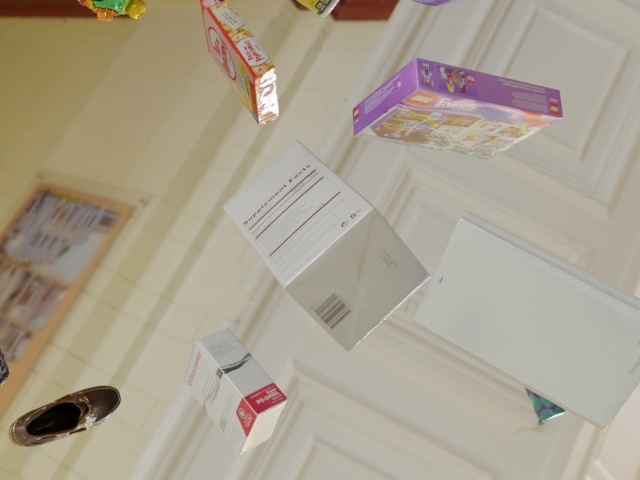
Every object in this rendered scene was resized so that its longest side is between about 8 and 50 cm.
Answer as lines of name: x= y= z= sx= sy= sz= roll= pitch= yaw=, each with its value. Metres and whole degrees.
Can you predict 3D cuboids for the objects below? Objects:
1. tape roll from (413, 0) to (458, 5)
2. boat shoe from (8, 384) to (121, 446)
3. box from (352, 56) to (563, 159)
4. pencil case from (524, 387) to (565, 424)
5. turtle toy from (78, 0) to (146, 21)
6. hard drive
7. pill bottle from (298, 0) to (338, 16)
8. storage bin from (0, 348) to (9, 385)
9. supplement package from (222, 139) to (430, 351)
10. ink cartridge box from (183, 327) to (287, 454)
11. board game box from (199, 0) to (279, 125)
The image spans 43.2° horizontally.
tape roll: x=0.156 y=-0.400 z=1.019 sx=0.189 sy=0.189 sz=0.080 roll=35 pitch=167 yaw=-18
boat shoe: x=-0.433 y=0.304 z=1.407 sx=0.073 sy=0.207 sz=0.073 roll=-30 pitch=83 yaw=45
box: x=0.229 y=-0.215 z=1.368 sx=0.293 sy=0.057 sz=0.201 roll=6 pitch=163 yaw=-27
pencil case: x=0.474 y=0.322 z=1.774 sx=0.070 sy=0.064 sz=0.151 roll=-38 pitch=73 yaw=53
turtle toy: x=-0.266 y=-0.316 z=0.960 sx=0.095 sy=0.066 sz=0.130 roll=47 pitch=162 yaw=24
hard drive: x=0.298 y=0.112 z=1.119 sx=0.308 sy=0.040 sz=0.203 roll=29 pitch=127 yaw=14
pill bottle: x=-0.040 y=-0.516 z=1.536 sx=0.184 sy=0.103 sz=0.103 roll=31 pitch=163 yaw=-13
storage bin: x=-0.338 y=0.100 z=0.584 sx=0.122 sy=0.180 sz=0.084 roll=14 pitch=126 yaw=30
supplement package: x=0.000 y=0.000 z=1.279 sx=0.177 sy=0.175 sz=0.293 roll=48 pitch=180 yaw=-35
ink cartridge box: x=-0.129 y=0.220 z=1.190 sx=0.150 sy=0.063 sz=0.109 roll=47 pitch=137 yaw=25
board game box: x=-0.140 y=-0.318 z=1.419 sx=0.193 sy=0.045 sz=0.146 roll=56 pitch=166 yaw=21
